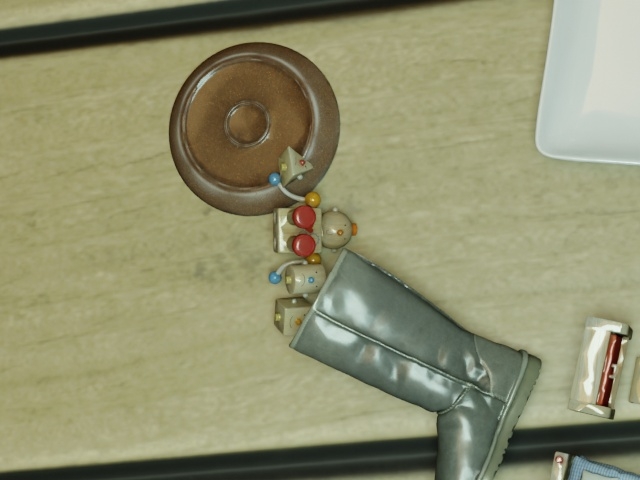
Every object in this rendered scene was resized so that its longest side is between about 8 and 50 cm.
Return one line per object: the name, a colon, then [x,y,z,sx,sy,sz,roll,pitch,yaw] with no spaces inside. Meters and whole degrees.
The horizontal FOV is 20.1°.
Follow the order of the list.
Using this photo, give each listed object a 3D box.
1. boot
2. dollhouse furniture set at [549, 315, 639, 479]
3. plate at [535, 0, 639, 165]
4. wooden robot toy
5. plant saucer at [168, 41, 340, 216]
boot: [0.069,0.131,1.593,0.208,0.076,0.189,26,75,-8]
dollhouse furniture set: [0.273,0.167,1.540,0.129,0.129,0.183,11,86,14]
plate: [0.345,-0.194,1.612,0.277,0.045,0.278,6,84,13]
wooden robot toy: [0.000,0.000,1.653,0.079,0.076,0.173,-2,94,-21]
plant saucer: [-0.066,-0.107,1.703,0.168,0.029,0.168,-1,84,12]
